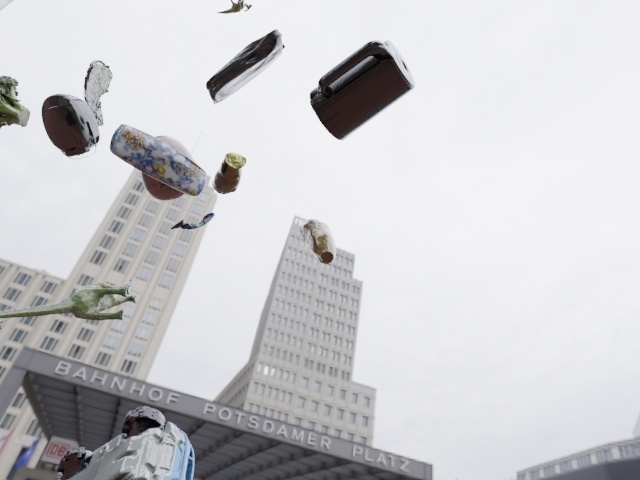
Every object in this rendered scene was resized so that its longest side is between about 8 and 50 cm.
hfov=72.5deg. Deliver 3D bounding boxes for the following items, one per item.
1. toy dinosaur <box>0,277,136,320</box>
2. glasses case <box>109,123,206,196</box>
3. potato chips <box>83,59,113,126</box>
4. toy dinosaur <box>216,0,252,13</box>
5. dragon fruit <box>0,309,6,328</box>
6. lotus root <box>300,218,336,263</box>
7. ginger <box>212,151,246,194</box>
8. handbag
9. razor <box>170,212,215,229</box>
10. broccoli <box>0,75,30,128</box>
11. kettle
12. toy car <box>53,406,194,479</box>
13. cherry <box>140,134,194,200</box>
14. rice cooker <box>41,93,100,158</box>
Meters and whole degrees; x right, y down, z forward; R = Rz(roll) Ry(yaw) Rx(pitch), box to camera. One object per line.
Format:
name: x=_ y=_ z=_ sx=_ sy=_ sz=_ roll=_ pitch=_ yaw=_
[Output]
toy dinosaur: x=-0.676 y=0.166 z=1.186 sx=0.300 sy=0.087 sz=0.447 roll=-2 pitch=6 yaw=-11
glasses case: x=-0.381 y=-0.188 z=1.051 sx=0.065 sy=0.087 sz=0.247 roll=3 pitch=-17 yaw=40
potato chips: x=-0.763 y=-0.502 z=1.498 sx=0.029 sy=0.202 sz=0.220 roll=8 pitch=-69 yaw=-7
toy dinosaur: x=-0.220 y=-0.609 z=1.130 sx=0.026 sy=0.113 sz=0.041 roll=41 pitch=-41 yaw=18
dragon fruit: x=-1.121 y=0.215 z=1.265 sx=0.343 sy=0.283 sz=0.100 roll=25 pitch=-27 yaw=-27
lotus root: x=0.000 y=0.000 z=1.465 sx=0.097 sy=0.258 sz=0.110 roll=-28 pitch=-59 yaw=-2
ginger: x=-0.408 y=-0.288 z=1.951 sx=0.109 sy=0.117 sz=0.263 roll=8 pitch=-29 yaw=-26
handbag: x=-0.253 y=-0.596 z=1.497 sx=0.075 sy=0.332 sz=0.191 roll=50 pitch=-3 yaw=-5
razor: x=-0.313 y=-0.046 z=1.112 sx=0.044 sy=0.154 sz=0.028 roll=-29 pitch=-89 yaw=25
broccoli: x=-0.821 y=-0.344 z=1.107 sx=0.137 sy=0.146 sz=0.162 roll=22 pitch=-30 yaw=-10
kettle: x=0.123 y=-0.516 z=1.441 sx=0.307 sy=0.203 sz=0.262 roll=-28 pitch=-47 yaw=29
toy car: x=-0.366 y=0.455 z=0.770 sx=0.314 sy=0.198 sz=0.166 roll=-33 pitch=-66 yaw=6
cherry: x=-0.648 y=-0.310 z=1.846 sx=0.221 sy=0.308 sz=0.261 roll=-6 pitch=-32 yaw=-36
rice cooker: x=-0.794 y=-0.365 z=1.397 sx=0.142 sy=0.118 sz=0.203 roll=-8 pitch=-69 yaw=11
